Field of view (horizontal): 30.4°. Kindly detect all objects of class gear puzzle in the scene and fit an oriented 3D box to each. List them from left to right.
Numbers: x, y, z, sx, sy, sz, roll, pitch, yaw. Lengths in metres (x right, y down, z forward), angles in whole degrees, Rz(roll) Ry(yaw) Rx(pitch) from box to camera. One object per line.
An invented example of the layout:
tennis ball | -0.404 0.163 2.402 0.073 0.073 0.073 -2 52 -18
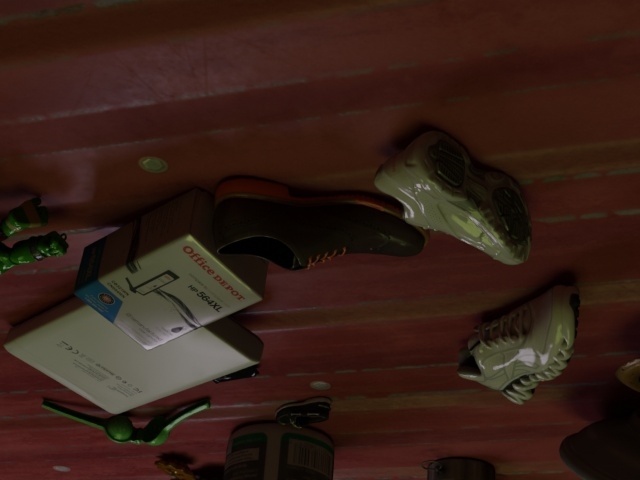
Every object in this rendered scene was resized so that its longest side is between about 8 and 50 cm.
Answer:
gear puzzle | -0.215 0.510 2.404 0.175 0.044 0.339 -5 147 43

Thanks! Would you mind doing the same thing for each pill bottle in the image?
pill bottle | -0.084 0.527 2.099 0.204 0.361 0.204 4 150 2

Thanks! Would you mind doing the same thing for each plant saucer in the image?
plant saucer | 0.580 0.343 1.838 0.400 0.101 0.400 12 -172 -2

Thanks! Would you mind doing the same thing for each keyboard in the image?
keyboard | -0.176 0.178 1.854 0.108 0.023 0.180 -11 146 14

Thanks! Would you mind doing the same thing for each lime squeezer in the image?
lime squeezer | -0.338 0.326 2.095 0.310 0.059 0.110 -1 150 11

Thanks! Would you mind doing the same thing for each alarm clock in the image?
alarm clock | 0.255 0.453 2.229 0.129 0.064 0.192 -20 138 36

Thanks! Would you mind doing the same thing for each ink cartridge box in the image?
ink cartridge box | -0.189 0.041 1.509 0.203 0.086 0.148 -25 128 29

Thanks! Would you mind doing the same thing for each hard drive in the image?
hard drive | -0.287 0.157 1.776 0.353 0.047 0.233 -24 130 40

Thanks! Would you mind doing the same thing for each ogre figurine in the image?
ogre figurine | -0.430 -0.020 1.478 0.118 0.097 0.197 -33 146 31

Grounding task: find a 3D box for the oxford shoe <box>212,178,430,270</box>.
oxford shoe | 0.000 0.000 1.444 0.271 0.098 0.097 8 150 -5

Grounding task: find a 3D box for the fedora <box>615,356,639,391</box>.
fedora | 0.517 0.166 1.677 0.194 0.079 0.194 6 156 3

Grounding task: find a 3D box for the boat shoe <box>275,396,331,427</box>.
boat shoe | -0.031 0.303 2.029 0.125 0.038 0.046 -20 142 36

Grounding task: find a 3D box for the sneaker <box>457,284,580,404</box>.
sneaker | 0.278 0.145 1.659 0.118 0.110 0.292 17 148 -4

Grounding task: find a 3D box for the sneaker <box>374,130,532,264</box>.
sneaker | 0.156 -0.042 1.381 0.115 0.090 0.232 -17 135 44
